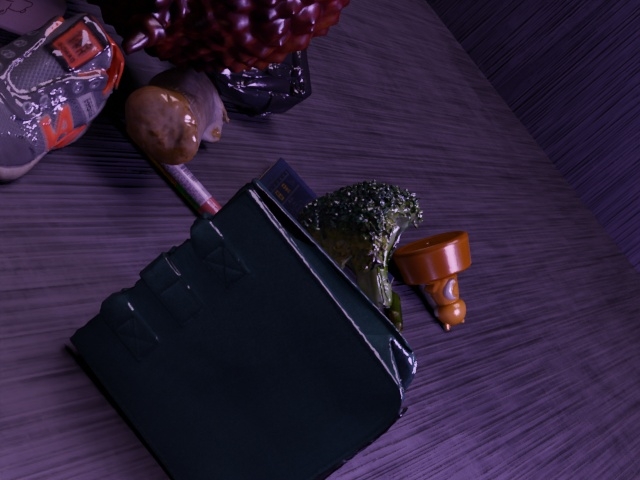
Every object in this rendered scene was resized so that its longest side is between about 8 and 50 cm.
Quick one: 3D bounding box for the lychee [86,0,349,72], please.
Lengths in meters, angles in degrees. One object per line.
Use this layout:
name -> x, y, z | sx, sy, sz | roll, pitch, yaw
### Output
lychee -> -0.135, -0.406, 1.502 | 0.424, 0.424, 0.500 | 36, 58, -29

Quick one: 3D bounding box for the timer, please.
timer -> 0.203, 0.074, 1.991 | 0.132, 0.132, 0.152 | -34, 108, -68

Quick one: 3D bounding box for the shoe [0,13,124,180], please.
shoe -> -0.309, -0.177, 1.326 | 0.132, 0.171, 0.336 | 49, 21, -1

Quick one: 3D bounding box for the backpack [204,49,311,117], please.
backpack -> -0.110, -0.304, 1.919 | 0.258, 0.133, 0.206 | -2, 90, -53

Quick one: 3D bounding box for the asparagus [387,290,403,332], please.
asparagus -> 0.114, 0.118, 1.837 | 0.021, 0.025, 0.108 | 19, 34, -15

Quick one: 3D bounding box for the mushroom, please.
mushroom -> -0.187, -0.171, 1.591 | 0.351, 0.095, 0.123 | -63, 129, -79

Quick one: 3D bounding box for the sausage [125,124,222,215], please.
sausage -> -0.186, -0.084, 1.592 | 0.223, 0.029, 0.029 | 48, 22, -2

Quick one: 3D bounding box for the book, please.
book -> 0.000, 0.000, 1.813 | 0.269, 0.025, 0.191 | 47, 22, -5

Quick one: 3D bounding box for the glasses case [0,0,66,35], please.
glasses case -> -0.406, -0.312, 1.483 | 0.196, 0.083, 0.050 | 11, 42, -55

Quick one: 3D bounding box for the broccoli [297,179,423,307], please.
broccoli -> 0.069, 0.009, 1.722 | 0.194, 0.194, 0.220 | 48, 0, -3

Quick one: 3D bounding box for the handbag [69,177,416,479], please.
handbag -> -0.069, 0.114, 1.170 | 0.274, 0.268, 0.100 | 48, 21, 2
